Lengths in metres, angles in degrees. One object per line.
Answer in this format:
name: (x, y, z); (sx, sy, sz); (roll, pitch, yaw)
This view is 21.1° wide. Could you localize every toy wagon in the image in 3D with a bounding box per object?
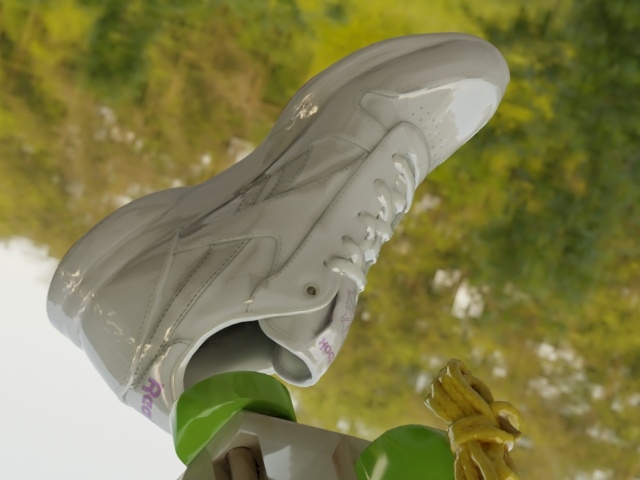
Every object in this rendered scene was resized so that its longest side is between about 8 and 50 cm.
toy wagon: (-0.018, 0.181, 0.683); (0.068, 0.344, 0.267); (20, -143, -34)

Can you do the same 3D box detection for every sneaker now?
sneaker: (0.000, 0.000, 0.990); (0.152, 0.305, 0.114); (49, 170, 29)
